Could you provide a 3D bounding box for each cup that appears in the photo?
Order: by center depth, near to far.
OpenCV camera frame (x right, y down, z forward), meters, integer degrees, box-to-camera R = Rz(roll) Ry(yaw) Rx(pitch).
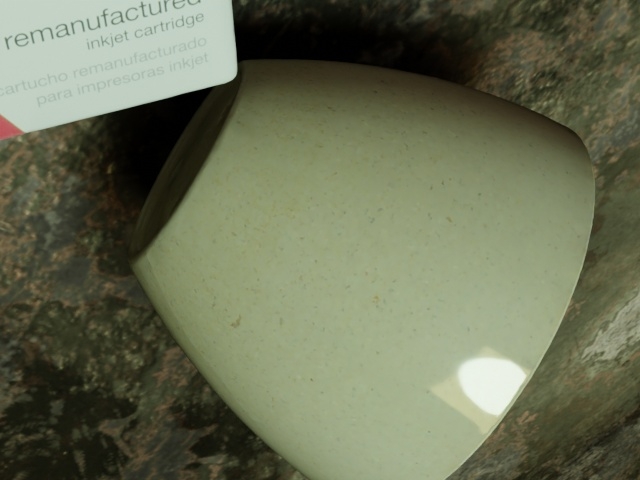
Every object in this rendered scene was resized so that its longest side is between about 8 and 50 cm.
[{"bbox_3d":[0.000,0.000,0.830,0.237,0.331,0.331,29,116,-16],"label":"cup"}]

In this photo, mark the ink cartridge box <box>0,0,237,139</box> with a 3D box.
[{"bbox_3d":[-0.205,-0.240,0.551,0.279,0.160,0.384,-16,137,-14],"label":"ink cartridge box"}]
